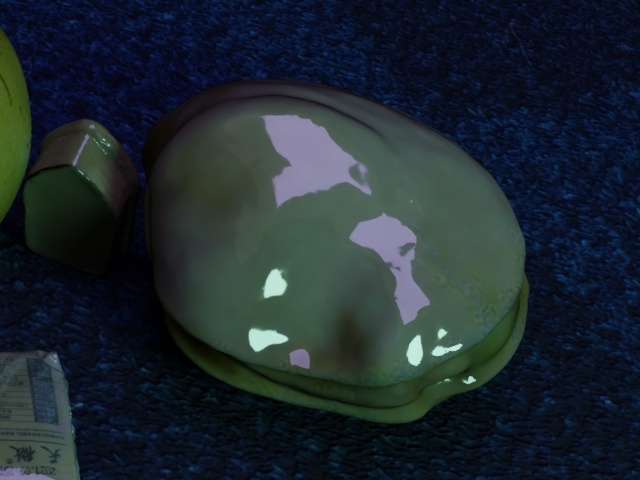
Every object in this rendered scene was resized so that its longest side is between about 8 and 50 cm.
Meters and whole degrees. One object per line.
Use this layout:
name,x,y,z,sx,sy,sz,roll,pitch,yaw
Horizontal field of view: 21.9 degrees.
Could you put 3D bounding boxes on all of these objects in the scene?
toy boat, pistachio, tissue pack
toy boat,-0.253,-0.045,1.735,0.116,0.188,0.061,21,51,7
pistachio,0.000,0.000,1.681,0.445,0.281,0.365,35,61,22
tissue pack,-0.349,0.189,1.491,0.257,0.123,0.215,-3,42,-14

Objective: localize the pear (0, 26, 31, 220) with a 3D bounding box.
pear,-0.456,-0.121,1.666,0.348,0.348,0.348,8,42,-7
